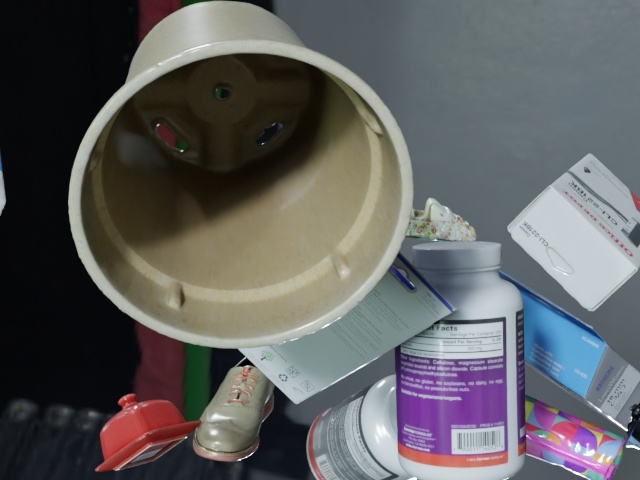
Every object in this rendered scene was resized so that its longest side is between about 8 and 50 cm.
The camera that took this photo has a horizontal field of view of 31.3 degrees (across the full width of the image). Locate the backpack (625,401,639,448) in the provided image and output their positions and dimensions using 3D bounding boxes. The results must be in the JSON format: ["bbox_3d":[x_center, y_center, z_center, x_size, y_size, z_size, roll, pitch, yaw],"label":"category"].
[{"bbox_3d":[0.581,0.294,1.894,0.158,0.117,0.173,-47,-22,-22],"label":"backpack"}]

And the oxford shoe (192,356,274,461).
[{"bbox_3d":[-0.160,0.302,2.144,0.348,0.123,0.130,-67,-13,-73],"label":"oxford shoe"}]

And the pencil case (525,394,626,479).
[{"bbox_3d":[0.391,0.333,1.928,0.104,0.236,0.104,20,-90,-75],"label":"pencil case"}]

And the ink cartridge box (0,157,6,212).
[{"bbox_3d":[-0.530,-0.086,1.503,0.086,0.203,0.148,-59,32,26],"label":"ink cartridge box"}]

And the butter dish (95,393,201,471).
[{"bbox_3d":[-0.326,0.332,2.052,0.160,0.160,0.118,-3,-121,-56],"label":"butter dish"}]

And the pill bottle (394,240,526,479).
[{"bbox_3d":[0.194,0.167,1.596,0.181,0.181,0.323,-18,-73,-75],"label":"pill bottle"}]

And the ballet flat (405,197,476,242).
[{"bbox_3d":[0.173,-0.043,2.080,0.091,0.241,0.077,-103,20,-69],"label":"ballet flat"}]

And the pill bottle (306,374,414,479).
[{"bbox_3d":[0.140,0.392,2.319,0.363,0.210,0.210,-38,31,52],"label":"pill bottle"}]

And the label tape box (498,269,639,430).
[{"bbox_3d":[0.421,0.193,2.013,0.106,0.240,0.333,-56,-42,0],"label":"label tape box"}]

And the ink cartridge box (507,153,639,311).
[{"bbox_3d":[0.458,-0.020,1.936,0.114,0.197,0.273,-50,-10,30],"label":"ink cartridge box"}]

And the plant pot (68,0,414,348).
[{"bbox_3d":[-0.093,-0.107,1.226,0.305,0.333,0.334,-106,11,-59],"label":"plant pot"}]

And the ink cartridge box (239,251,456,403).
[{"bbox_3d":[0.023,0.090,1.523,0.165,0.332,0.065,46,-139,-11],"label":"ink cartridge box"}]
